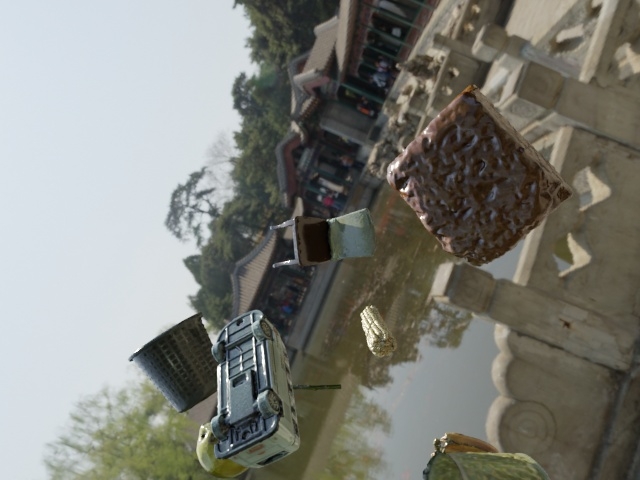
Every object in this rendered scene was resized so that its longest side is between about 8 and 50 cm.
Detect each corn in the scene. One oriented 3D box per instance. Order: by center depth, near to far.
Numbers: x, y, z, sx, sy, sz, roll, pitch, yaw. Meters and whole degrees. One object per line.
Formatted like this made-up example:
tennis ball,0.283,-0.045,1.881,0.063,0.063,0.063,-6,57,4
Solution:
corn,0.176,0.289,1.600,0.211,0.086,0.087,-119,49,-66

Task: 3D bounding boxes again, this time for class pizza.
pizza,0.353,0.562,1.329,0.195,0.185,0.052,-52,21,39

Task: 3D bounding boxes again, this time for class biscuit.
biscuit,0.394,-0.153,1.312,0.343,0.395,0.166,-46,-6,29

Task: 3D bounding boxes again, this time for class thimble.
thimble,0.266,0.470,0.787,0.271,0.149,0.271,-178,90,-85

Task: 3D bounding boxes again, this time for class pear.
pear,-0.206,0.460,1.098,0.141,0.140,0.104,119,163,-79

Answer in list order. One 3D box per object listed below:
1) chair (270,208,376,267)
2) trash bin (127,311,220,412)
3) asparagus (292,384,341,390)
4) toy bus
chair,0.000,0.000,1.602,0.319,0.186,0.160,-13,79,48
trash bin,-0.282,0.261,1.043,0.175,0.161,0.175,-34,-6,-4
asparagus,-0.032,0.346,1.181,0.016,0.162,0.016,-85,-7,-55
toy bus,-0.080,0.182,0.630,0.087,0.089,0.194,-30,38,11
